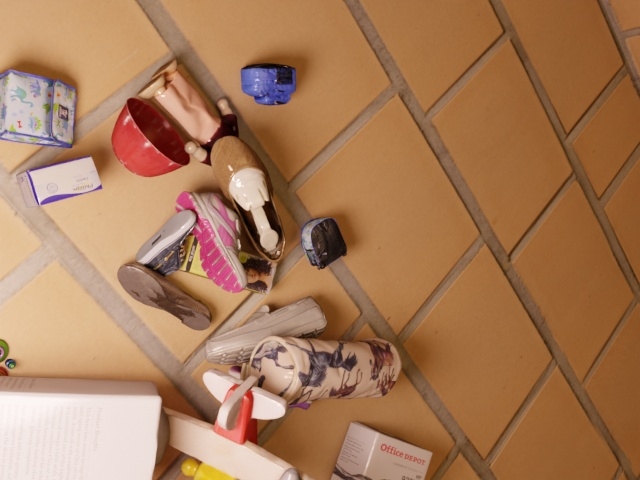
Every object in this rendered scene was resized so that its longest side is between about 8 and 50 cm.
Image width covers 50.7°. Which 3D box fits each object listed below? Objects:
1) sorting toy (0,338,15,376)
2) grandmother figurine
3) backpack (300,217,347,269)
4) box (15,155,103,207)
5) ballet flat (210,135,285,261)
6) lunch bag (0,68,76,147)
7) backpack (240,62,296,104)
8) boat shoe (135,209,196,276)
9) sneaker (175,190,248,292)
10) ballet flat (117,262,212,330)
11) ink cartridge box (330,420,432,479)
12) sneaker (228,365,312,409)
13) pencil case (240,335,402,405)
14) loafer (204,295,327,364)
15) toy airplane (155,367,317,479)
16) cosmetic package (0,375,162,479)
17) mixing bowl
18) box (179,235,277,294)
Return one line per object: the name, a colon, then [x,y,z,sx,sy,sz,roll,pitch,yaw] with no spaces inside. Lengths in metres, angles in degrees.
sorting toy: [-0.634,0.246,1.331,0.061,0.042,0.102,0,91,-34]
grandmother figurine: [-0.253,-0.249,1.546,0.342,0.104,0.208,50,51,-27]
backpack: [0.000,0.000,1.729,0.105,0.084,0.114,-30,113,-30]
box: [-0.520,-0.116,1.341,0.126,0.137,0.072,-21,102,-32]
ballet flat: [-0.149,-0.077,1.533,0.116,0.124,0.342,-23,132,-9]
lunch bag: [-0.560,-0.257,1.342,0.151,0.096,0.129,6,86,-48]
backpack: [-0.129,-0.377,1.624,0.120,0.098,0.101,-5,98,-35]
boat shoe: [-0.317,0.007,1.483,0.083,0.183,0.065,36,29,-35]
sneaker: [-0.217,-0.007,1.504,0.111,0.103,0.252,-24,89,-42]
ballet flat: [-0.345,0.120,1.518,0.249,0.084,0.058,36,32,-27]
ink cartridge box: [0.145,0.676,1.820,0.223,0.129,0.308,28,76,-31]
sneaker: [-0.133,0.387,1.654,0.236,0.095,0.105,22,86,-28]
pencil case: [0.009,0.312,1.633,0.410,0.183,0.160,9,67,-46]
loafer: [-0.137,0.216,1.644,0.319,0.112,0.112,-13,62,-29]
toy airplane: [-0.205,0.467,1.420,0.384,0.386,0.272,55,41,-17]
cosmetic package: [-0.542,0.379,1.258,0.452,0.161,0.230,7,88,-17]
mixing bowl: [-0.375,-0.202,1.438,0.098,0.181,0.181,-38,118,15]
box: [-0.219,0.060,1.599,0.232,0.058,0.087,19,80,-32]
